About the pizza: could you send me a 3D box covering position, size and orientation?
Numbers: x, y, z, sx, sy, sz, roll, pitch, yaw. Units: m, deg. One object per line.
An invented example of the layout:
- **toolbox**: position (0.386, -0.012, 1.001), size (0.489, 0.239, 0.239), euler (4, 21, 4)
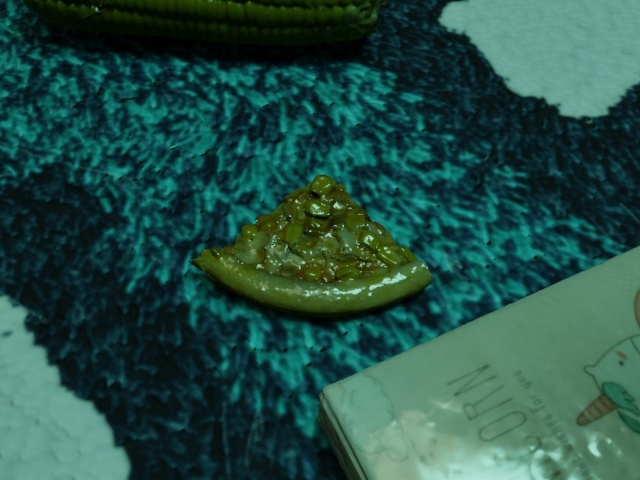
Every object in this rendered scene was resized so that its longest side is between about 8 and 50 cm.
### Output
- **pizza**: position (0.000, 0.000, 0.541), size (0.178, 0.041, 0.130), euler (14, 56, 11)

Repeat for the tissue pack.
- **tissue pack**: position (0.178, 0.104, 0.445), size (0.326, 0.071, 0.170), euler (-22, 60, -13)

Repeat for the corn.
- **corn**: position (-0.106, -0.246, 0.660), size (0.345, 0.131, 0.131), euler (8, 56, 5)
